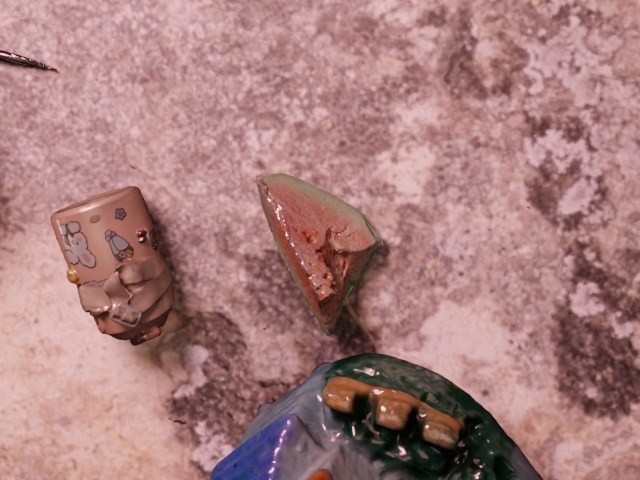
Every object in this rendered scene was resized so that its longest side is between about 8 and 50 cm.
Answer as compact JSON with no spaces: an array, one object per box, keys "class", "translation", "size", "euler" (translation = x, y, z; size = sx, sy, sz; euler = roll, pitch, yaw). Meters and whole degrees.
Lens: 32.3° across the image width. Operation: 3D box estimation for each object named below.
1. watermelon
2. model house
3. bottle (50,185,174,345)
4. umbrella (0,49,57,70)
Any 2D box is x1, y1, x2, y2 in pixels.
[{"class":"watermelon","translation":[-0.003,-0.003,1.056],"size":[0.101,0.080,0.155],"euler":[-37,79,-3]},{"class":"model house","translation":[0.032,0.290,0.933],"size":[0.252,0.329,0.295],"euler":[-34,95,28]},{"class":"bottle","translation":[-0.190,0.031,1.051],"size":[0.099,0.099,0.152],"euler":[-17,98,4]},{"class":"umbrella","translation":[-0.328,-0.183,1.068],"size":[0.149,0.022,0.022],"euler":[17,61,-8]}]
